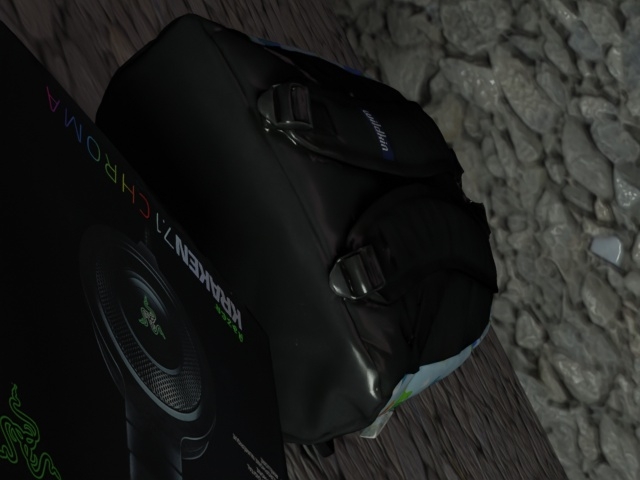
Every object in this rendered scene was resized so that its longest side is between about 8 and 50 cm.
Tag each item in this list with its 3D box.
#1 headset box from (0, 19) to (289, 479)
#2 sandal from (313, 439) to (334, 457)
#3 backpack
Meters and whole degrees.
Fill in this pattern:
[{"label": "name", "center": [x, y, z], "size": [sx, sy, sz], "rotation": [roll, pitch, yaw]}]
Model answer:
[{"label": "headset box", "center": [-0.121, 0.093, 0.650], "size": [0.246, 0.131, 0.283], "rotation": [53, 17, -37]}, {"label": "sandal", "center": [0.004, 0.119, 1.298], "size": [0.067, 0.040, 0.179], "rotation": [59, 13, -18]}, {"label": "backpack", "center": [0.000, 0.000, 1.129], "size": [0.356, 0.273, 0.290], "rotation": [-17, 78, -55]}]
